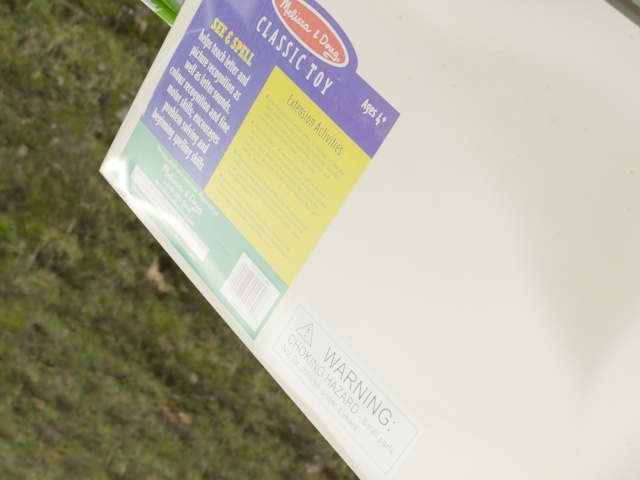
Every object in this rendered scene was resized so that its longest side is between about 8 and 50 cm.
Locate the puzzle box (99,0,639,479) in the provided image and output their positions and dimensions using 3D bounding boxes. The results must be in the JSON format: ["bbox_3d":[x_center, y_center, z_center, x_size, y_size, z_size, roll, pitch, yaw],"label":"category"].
[{"bbox_3d":[0.064,-0.018,0.600,0.409,0.052,0.272,47,119,27],"label":"puzzle box"}]

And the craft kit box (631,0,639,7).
[{"bbox_3d":[0.355,-0.277,1.388,0.061,0.249,0.246,-10,158,5],"label":"craft kit box"}]

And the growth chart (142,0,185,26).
[{"bbox_3d":[-0.155,-0.380,1.416,0.021,0.237,0.172,34,-177,40],"label":"growth chart"}]
